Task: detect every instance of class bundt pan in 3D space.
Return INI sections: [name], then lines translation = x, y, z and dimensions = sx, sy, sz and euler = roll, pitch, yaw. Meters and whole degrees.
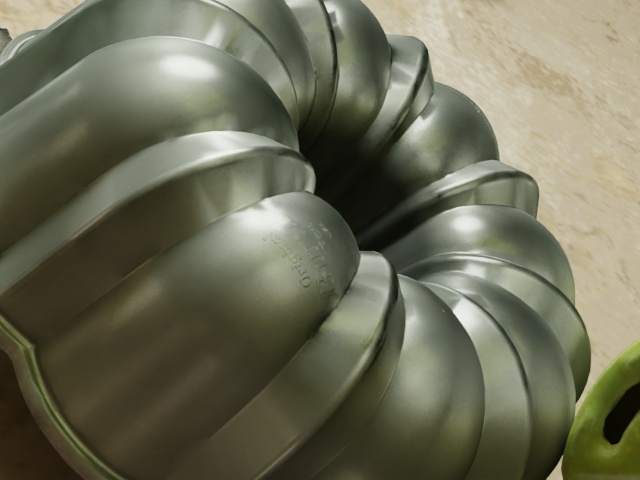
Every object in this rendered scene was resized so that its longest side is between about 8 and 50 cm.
[bundt pan]
translation = 0.000, 0.000, 0.813
dimensions = 0.331, 0.124, 0.331
euler = 35, 32, -26

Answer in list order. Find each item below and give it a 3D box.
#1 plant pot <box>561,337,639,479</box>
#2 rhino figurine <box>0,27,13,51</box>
[plant pot]
translation = 0.251, 0.116, 0.818
dimensions = 0.254, 0.276, 0.276
euler = -2, 47, -49
[rhino figurine]
translation = -0.209, -0.075, 0.818
dimensions = 0.243, 0.073, 0.106
euler = 0, 42, -48
